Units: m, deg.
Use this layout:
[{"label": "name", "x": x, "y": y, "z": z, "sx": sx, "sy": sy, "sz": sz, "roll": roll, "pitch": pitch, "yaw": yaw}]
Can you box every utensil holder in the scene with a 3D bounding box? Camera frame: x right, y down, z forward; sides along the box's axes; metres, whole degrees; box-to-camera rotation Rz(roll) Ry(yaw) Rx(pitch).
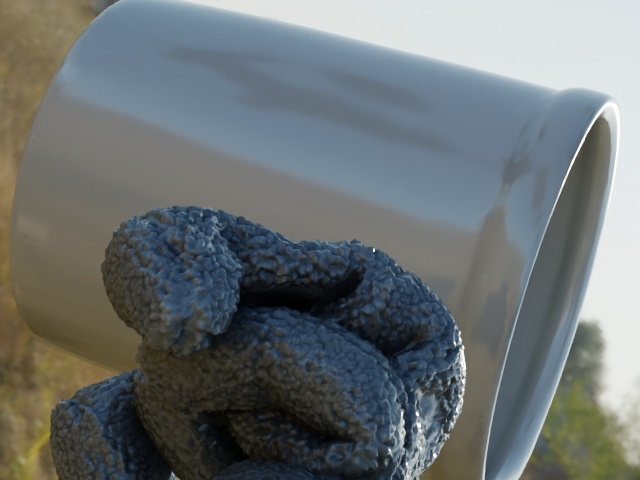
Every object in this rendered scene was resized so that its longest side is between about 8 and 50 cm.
[{"label": "utensil holder", "x": 0.000, "y": 0.000, "z": 1.163, "sx": 0.385, "sy": 0.328, "sz": 0.327, "roll": 16, "pitch": -9, "yaw": 17}]

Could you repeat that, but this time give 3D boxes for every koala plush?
[{"label": "koala plush", "x": -0.010, "y": 0.126, "z": 0.695, "sx": 0.203, "sy": 0.196, "sz": 0.221, "roll": 6, "pitch": 43, "yaw": -19}]
